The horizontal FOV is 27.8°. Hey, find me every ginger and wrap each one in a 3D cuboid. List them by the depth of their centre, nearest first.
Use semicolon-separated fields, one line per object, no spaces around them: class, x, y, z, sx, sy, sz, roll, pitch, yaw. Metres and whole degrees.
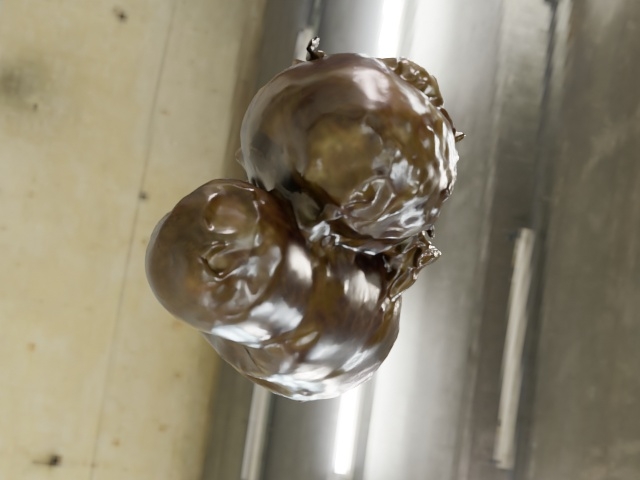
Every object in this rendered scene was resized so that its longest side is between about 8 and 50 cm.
ginger;0.000;0.000;0.951;0.254;0.176;0.418;-46;166;-11
